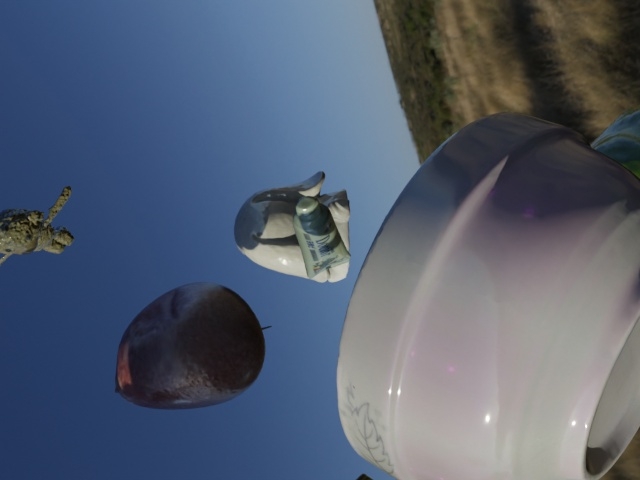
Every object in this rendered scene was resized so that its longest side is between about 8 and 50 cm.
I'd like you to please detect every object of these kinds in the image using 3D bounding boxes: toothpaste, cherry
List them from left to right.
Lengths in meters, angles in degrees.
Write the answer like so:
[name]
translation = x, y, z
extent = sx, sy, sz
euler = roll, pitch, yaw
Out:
[cherry]
translation = -0.238, 0.197, 1.270
extent = 0.261, 0.308, 0.221
euler = 27, 135, 63
[toothpaste]
translation = 0.000, 0.000, 0.855
extent = 0.037, 0.067, 0.255
euler = 62, 177, 20

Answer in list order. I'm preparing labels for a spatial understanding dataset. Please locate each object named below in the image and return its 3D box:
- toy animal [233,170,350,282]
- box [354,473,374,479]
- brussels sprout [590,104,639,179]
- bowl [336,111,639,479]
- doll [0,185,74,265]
[toy animal]
translation = -0.066, -0.031, 1.578
extent = 0.206, 0.265, 0.271
euler = 101, 170, -68
[box]
translation = 0.102, 0.322, 0.567
extent = 0.153, 0.279, 0.041
euler = -22, -45, -51
[brussels sprout]
translation = 0.405, -0.045, 0.849
extent = 0.219, 0.271, 0.210
euler = 40, -111, -23
[bowl]
translation = 0.157, 0.065, 0.487
extent = 0.287, 0.144, 0.287
euler = -27, -51, -39
[doll]
translation = -0.571, -0.002, 1.356
extent = 0.091, 0.203, 0.286
euler = 57, 150, 2
